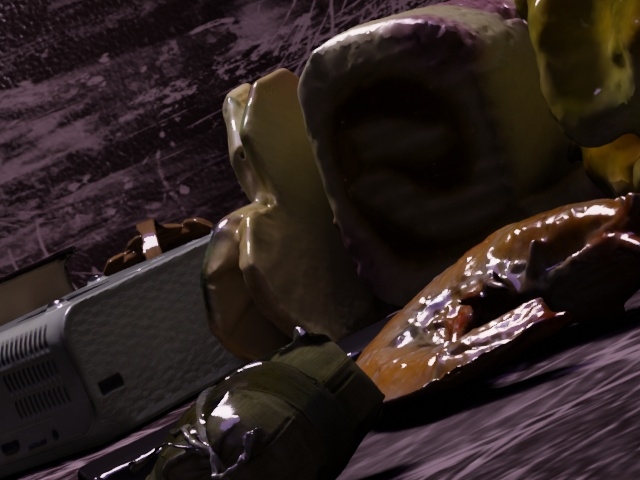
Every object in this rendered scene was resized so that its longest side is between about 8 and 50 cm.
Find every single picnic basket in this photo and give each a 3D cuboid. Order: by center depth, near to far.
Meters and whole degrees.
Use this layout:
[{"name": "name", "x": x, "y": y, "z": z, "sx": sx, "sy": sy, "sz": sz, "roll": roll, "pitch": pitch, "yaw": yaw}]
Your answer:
[{"name": "picnic basket", "x": -0.131, "y": 0.046, "z": 1.570, "sx": 0.137, "sy": 0.128, "sz": 0.178, "roll": -25, "pitch": -8, "yaw": 2}]

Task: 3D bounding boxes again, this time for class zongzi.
[{"name": "zongzi", "x": -0.043, "y": 0.088, "z": 0.624, "sx": 0.119, "sy": 0.055, "sz": 0.109, "roll": -35, "pitch": -1, "yaw": 23}]

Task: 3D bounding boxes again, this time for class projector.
[{"name": "projector", "x": -0.162, "y": 0.081, "z": 1.314, "sx": 0.198, "sy": 0.108, "sz": 0.250, "roll": -21, "pitch": 3, "yaw": 38}]

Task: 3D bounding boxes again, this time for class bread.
[{"name": "bread", "x": 0.122, "y": -0.080, "z": 1.207, "sx": 0.155, "sy": 0.187, "sz": 0.338, "roll": -15, "pitch": 7, "yaw": 29}]

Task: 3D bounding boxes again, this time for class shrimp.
[{"name": "shrimp", "x": 0.083, "y": 0.035, "z": 0.749, "sx": 0.187, "sy": 0.052, "sz": 0.132, "roll": -29, "pitch": 17, "yaw": 43}]

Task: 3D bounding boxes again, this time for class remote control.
[{"name": "remote control", "x": -0.008, "y": 0.075, "z": 0.889, "sx": 0.245, "sy": 0.025, "sz": 0.063, "roll": -25, "pitch": 6, "yaw": -17}]

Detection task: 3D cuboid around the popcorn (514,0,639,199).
[{"name": "popcorn", "x": 0.235, "y": -0.162, "z": 0.945, "sx": 0.335, "sy": 0.279, "sz": 0.274, "roll": -3, "pitch": 36, "yaw": 48}]

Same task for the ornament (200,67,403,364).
[{"name": "ornament", "x": 0.000, "y": 0.000, "z": 1.166, "sx": 0.059, "sy": 0.201, "sz": 0.180, "roll": -23, "pitch": -42, "yaw": 36}]

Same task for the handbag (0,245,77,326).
[{"name": "handbag", "x": -0.371, "y": 0.131, "z": 1.790, "sx": 0.236, "sy": 0.160, "sz": 0.358, "roll": -31, "pitch": 0, "yaw": 14}]
